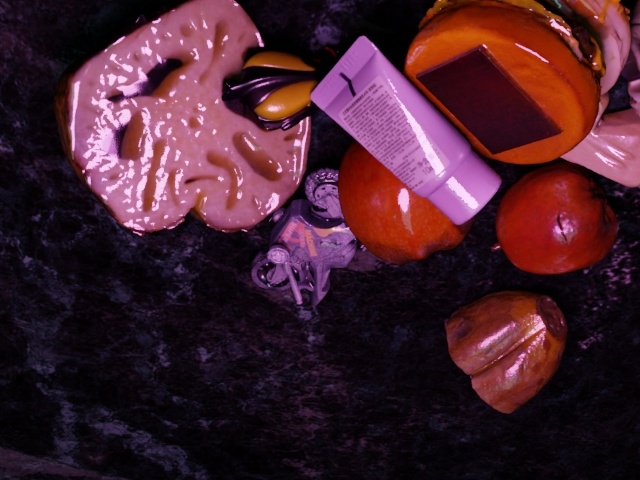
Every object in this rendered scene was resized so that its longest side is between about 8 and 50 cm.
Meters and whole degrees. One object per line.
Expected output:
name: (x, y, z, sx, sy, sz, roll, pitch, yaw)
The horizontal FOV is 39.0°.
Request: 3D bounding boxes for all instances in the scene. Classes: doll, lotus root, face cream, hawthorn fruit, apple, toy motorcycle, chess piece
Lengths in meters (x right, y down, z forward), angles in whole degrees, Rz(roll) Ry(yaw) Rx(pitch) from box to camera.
doll: (-0.023, -0.227, 1.317, 0.249, 0.127, 0.088, -4, 133, -24)
lotus root: (-0.196, -0.183, 1.351, 0.391, 0.111, 0.374, 10, 107, -25)
lotus root: (0.348, 0.182, 1.607, 0.188, 0.199, 0.180, 31, 132, -26)
face cream: (0.117, -0.142, 1.225, 0.274, 0.096, 0.154, 42, 145, -6)
hawthorn fruit: (0.361, -0.029, 1.444, 0.202, 0.185, 0.185, -27, 122, 30)
apple: (0.137, -0.073, 1.395, 0.230, 0.230, 0.229, 4, 130, 5)
toy motorcycle: (0.000, 0.000, 1.566, 0.173, 0.108, 0.307, 21, 132, -17)
chess piece: (0.480, -0.144, 1.382, 0.301, 0.137, 0.137, 21, 130, 5)

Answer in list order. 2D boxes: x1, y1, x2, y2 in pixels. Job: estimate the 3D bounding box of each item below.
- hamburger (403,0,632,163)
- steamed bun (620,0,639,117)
hamburger: (0.261, -0.254, 1.201, 0.291, 0.225, 0.291, 26, 158, 12)
steamed bun: (0.505, -0.262, 1.186, 0.206, 0.275, 0.319, 14, 95, 11)
